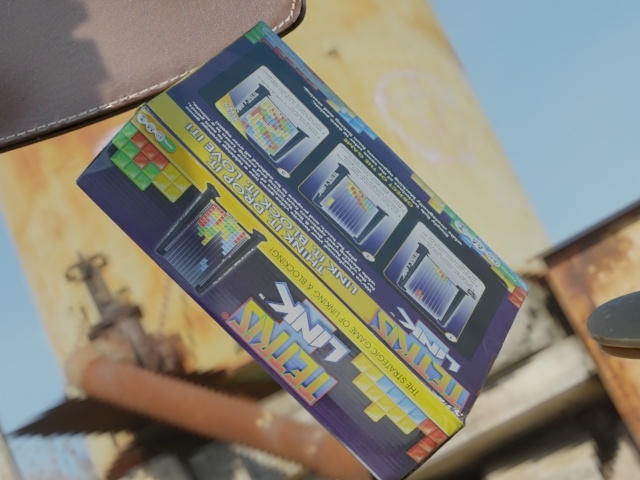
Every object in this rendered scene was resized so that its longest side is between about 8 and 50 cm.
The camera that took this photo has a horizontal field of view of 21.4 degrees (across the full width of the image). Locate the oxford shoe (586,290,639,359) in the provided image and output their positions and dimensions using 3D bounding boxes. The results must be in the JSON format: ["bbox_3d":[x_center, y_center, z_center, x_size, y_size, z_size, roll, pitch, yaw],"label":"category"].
[{"bbox_3d":[0.289,0.075,1.162,0.212,0.076,0.076,1,32,13],"label":"oxford shoe"}]

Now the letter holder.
[{"bbox_3d":[-0.170,-0.135,1.109,0.302,0.214,0.152,-20,-24,-4],"label":"letter holder"}]

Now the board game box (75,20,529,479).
[{"bbox_3d":[0.000,0.000,0.692,0.048,0.170,0.141,-44,2,28],"label":"board game box"}]
